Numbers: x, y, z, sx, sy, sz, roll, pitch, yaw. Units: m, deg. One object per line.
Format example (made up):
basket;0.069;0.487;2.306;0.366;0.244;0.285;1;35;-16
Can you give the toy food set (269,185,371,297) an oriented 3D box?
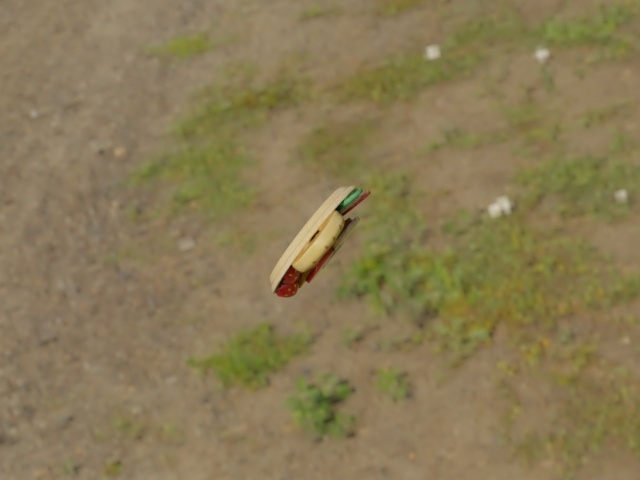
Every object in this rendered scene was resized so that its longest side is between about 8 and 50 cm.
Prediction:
toy food set;0.000;0.000;1.008;0.082;0.020;0.083;-48;-7;-43
